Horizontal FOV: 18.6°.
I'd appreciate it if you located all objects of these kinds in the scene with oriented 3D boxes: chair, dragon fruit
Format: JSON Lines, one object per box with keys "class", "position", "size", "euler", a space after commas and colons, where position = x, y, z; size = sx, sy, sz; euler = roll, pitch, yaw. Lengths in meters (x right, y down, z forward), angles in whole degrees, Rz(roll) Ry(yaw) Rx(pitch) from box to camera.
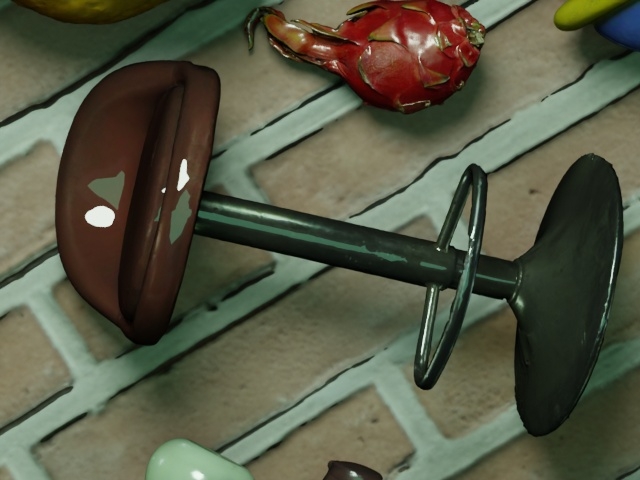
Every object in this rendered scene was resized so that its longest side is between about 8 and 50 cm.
{"class": "chair", "position": [0.000, 0.000, 1.458], "size": [0.401, 0.226, 0.226], "euler": [13, 98, -8]}
{"class": "dragon fruit", "position": [0.035, -0.146, 1.517], "size": [0.191, 0.094, 0.094], "euler": [4, 100, 14]}

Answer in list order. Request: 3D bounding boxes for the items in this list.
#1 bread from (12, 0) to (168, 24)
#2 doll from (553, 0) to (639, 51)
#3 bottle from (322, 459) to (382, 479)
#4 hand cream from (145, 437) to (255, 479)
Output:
{"class": "bread", "position": [-0.199, -0.286, 1.367], "size": [0.194, 0.179, 0.340], "euler": [-21, 109, 38]}
{"class": "doll", "position": [0.201, -0.240, 1.474], "size": [0.311, 0.159, 0.242], "euler": [-24, 103, 1]}
{"class": "bottle", "position": [-0.001, 0.256, 1.587], "size": [0.060, 0.060, 0.164], "euler": [24, 96, -11]}
{"class": "hand cream", "position": [-0.154, 0.303, 1.537], "size": [0.147, 0.093, 0.305], "euler": [30, 86, -30]}
